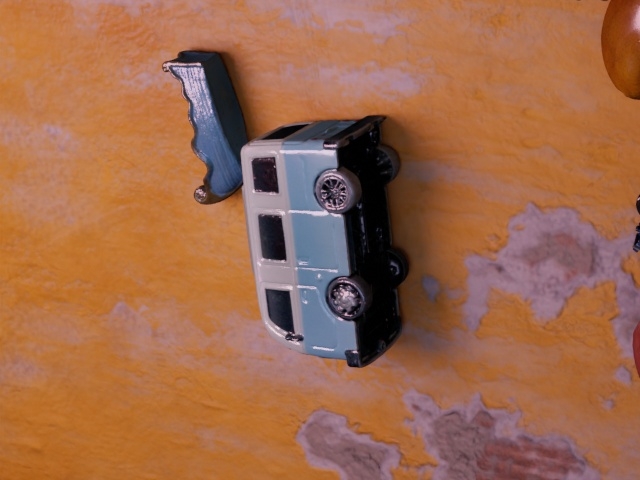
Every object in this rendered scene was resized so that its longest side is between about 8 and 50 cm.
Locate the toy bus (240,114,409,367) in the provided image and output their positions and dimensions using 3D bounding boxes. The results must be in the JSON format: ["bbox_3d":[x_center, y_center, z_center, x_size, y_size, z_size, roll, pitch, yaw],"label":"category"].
[{"bbox_3d":[0.000,0.000,2.021,0.164,0.133,0.271,2,108,27],"label":"toy bus"}]

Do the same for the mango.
[{"bbox_3d":[0.342,-0.219,1.819,0.105,0.084,0.159,37,119,12],"label":"mango"}]

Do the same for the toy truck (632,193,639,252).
[{"bbox_3d":[0.400,-0.064,1.861,0.088,0.074,0.202,33,119,2],"label":"toy truck"}]

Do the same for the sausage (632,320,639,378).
[{"bbox_3d":[0.428,0.083,1.869,0.148,0.148,0.254,39,119,4],"label":"sausage"}]

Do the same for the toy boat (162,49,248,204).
[{"bbox_3d":[-0.138,-0.132,2.056,0.077,0.075,0.185,-11,109,23],"label":"toy boat"}]
